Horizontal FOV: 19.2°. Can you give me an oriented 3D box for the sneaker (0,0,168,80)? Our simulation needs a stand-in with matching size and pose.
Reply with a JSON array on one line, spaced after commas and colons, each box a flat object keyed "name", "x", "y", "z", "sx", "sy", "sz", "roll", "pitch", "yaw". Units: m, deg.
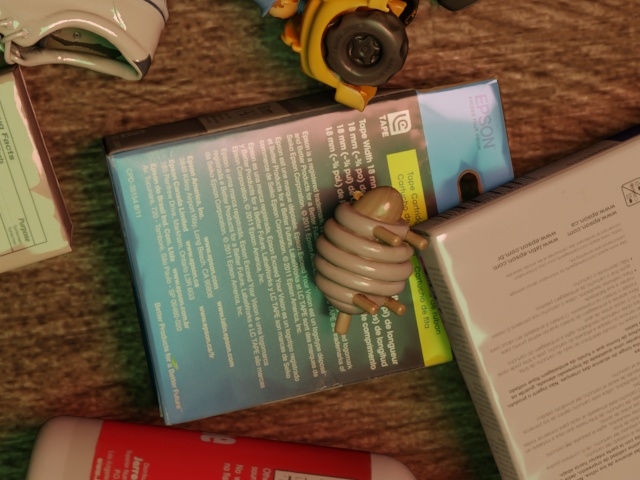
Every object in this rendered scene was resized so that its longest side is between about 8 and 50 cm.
[{"name": "sneaker", "x": -0.253, "y": -0.196, "z": 1.555, "sx": 0.258, "sy": 0.094, "sz": 0.091, "roll": 11, "pitch": 62, "yaw": -9}]

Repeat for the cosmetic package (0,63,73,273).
[{"name": "cosmetic package", "x": -0.376, "y": -0.027, "z": 1.577, "sx": 0.309, "sy": 0.113, "sz": 0.160, "roll": -17, "pitch": 102, "yaw": -4}]

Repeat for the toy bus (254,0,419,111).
[{"name": "toy bus", "x": -0.009, "y": -0.240, "z": 1.515, "sx": 0.211, "sy": 0.149, "sz": 0.220, "roll": 16, "pitch": 119, "yaw": -2}]

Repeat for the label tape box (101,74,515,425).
[{"name": "label tape box", "x": 0.000, "y": 0.000, "z": 1.628, "sx": 0.334, "sy": 0.106, "sz": 0.240, "roll": -12, "pitch": 102, "yaw": -7}]

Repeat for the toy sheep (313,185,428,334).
[{"name": "toy sheep", "x": 0.036, "y": 0.017, "z": 1.538, "sx": 0.091, "sy": 0.091, "sz": 0.132, "roll": 19, "pitch": 102, "yaw": -10}]

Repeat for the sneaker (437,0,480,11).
[{"name": "sneaker", "x": 0.184, "y": -0.311, "z": 1.595, "sx": 0.267, "sy": 0.101, "sz": 0.106, "roll": -40, "pitch": 100, "yaw": 1}]

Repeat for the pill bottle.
[{"name": "pill bottle", "x": -0.047, "y": 0.281, "z": 1.597, "sx": 0.408, "sy": 0.229, "sz": 0.229, "roll": 7, "pitch": 100, "yaw": -3}]

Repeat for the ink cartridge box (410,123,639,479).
[{"name": "ink cartridge box", "x": 0.277, "y": 0.077, "z": 1.605, "sx": 0.324, "sy": 0.071, "sz": 0.330, "roll": -23, "pitch": 103, "yaw": -14}]
